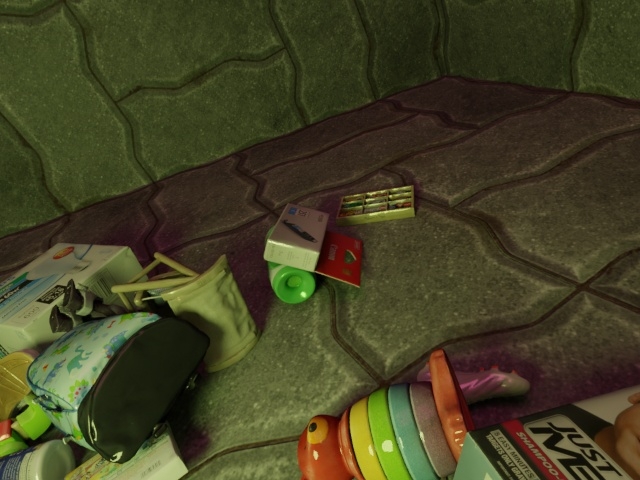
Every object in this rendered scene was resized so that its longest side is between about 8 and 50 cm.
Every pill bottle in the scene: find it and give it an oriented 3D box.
[{"bbox_3d":[-0.596,0.472,0.812,0.186,0.112,0.112,-17,30,-1],"label":"pill bottle"}]

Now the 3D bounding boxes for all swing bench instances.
[{"bbox_3d":[-0.315,0.175,1.021,0.254,0.253,0.165,2,35,31],"label":"swing bench"}]

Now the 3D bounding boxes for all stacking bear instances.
[{"bbox_3d":[0.095,0.318,0.674,0.288,0.164,0.175,-21,29,14],"label":"stacking bear"}]

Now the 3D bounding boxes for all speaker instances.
[{"bbox_3d":[-0.095,0.056,1.234,0.131,0.131,0.296,-18,30,-2],"label":"speaker"}]

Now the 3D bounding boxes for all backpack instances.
[{"bbox_3d":[-0.459,0.293,0.906,0.355,0.273,0.290,-30,22,47],"label":"backpack"}]

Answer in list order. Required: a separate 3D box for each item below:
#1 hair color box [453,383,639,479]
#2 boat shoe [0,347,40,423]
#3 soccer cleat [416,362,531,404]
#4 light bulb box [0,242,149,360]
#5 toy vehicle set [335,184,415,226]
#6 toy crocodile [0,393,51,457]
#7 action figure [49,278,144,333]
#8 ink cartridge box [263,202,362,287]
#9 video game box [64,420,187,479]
[{"bbox_3d":[0.377,0.296,0.504,0.374,0.114,0.185,-6,27,-17],"label":"hair color box"},{"bbox_3d":[-0.727,0.340,1.005,0.277,0.098,0.096,-49,5,22],"label":"boat shoe"},{"bbox_3d":[0.273,0.271,0.758,0.196,0.068,0.076,-3,48,25],"label":"soccer cleat"},{"bbox_3d":[-0.761,0.195,1.244,0.360,0.225,0.358,1,35,27],"label":"light bulb box"},{"bbox_3d":[0.196,-0.122,1.467,0.266,0.035,0.166,-8,32,16],"label":"toy vehicle set"},{"bbox_3d":[-0.750,0.472,0.898,0.340,0.105,0.115,-31,33,-22],"label":"toy crocodile"},{"bbox_3d":[-0.534,0.203,1.098,0.185,0.285,0.099,-46,47,12],"label":"action figure"},{"bbox_3d":[0.000,0.000,1.183,0.261,0.066,0.296,16,24,-1],"label":"ink cartridge box"},{"bbox_3d":[-0.369,0.438,0.784,0.205,0.048,0.187,-31,22,-23],"label":"video game box"}]
